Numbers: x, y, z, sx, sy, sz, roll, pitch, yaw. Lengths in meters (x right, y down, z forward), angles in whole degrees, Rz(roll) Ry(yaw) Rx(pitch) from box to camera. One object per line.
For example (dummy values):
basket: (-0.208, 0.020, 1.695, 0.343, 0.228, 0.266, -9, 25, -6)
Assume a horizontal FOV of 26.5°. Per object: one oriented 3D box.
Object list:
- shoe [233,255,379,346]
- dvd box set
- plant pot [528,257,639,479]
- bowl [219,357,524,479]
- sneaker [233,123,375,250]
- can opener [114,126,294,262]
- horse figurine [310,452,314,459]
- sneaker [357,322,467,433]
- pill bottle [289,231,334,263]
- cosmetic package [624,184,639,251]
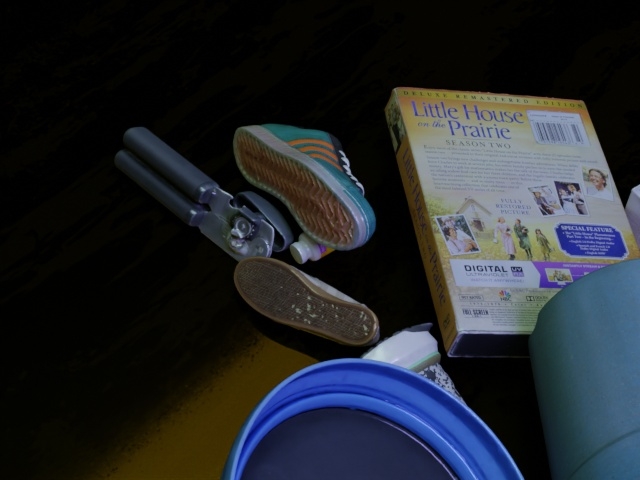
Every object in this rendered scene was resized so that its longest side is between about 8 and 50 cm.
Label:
shoe: (-0.018, 0.086, 1.805, 0.219, 0.058, 0.077, 26, 88, 19)
dvd box set: (0.272, -0.030, 1.855, 0.307, 0.062, 0.420, 2, 52, -19)
plant pot: (0.401, 0.223, 1.581, 0.341, 0.341, 0.334, -4, 46, -6)
bowl: (0.064, 0.320, 1.466, 0.391, 0.077, 0.391, 16, 52, -22)
sneaker: (0.003, -0.090, 1.862, 0.121, 0.108, 0.302, -16, 37, -29)
can opener: (-0.161, -0.062, 1.902, 0.283, 0.076, 0.095, 38, 29, 22)
horse figurine: (0.001, 0.394, 1.533, 0.263, 0.066, 0.174, 52, 57, -11)
sneaker: (0.034, 0.273, 1.624, 0.410, 0.158, 0.182, -38, 76, -22)
pill bottle: (0.000, 0.000, 1.868, 0.083, 0.043, 0.043, -31, 62, -22)
cosmetic package: (0.515, 0.025, 1.849, 0.060, 0.099, 0.239, -28, 61, -24)
